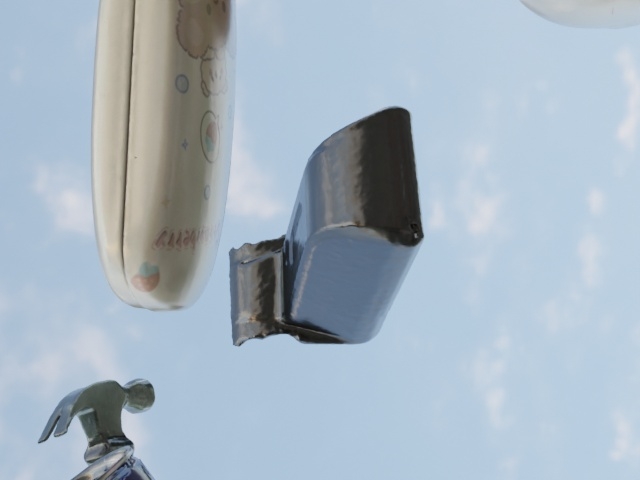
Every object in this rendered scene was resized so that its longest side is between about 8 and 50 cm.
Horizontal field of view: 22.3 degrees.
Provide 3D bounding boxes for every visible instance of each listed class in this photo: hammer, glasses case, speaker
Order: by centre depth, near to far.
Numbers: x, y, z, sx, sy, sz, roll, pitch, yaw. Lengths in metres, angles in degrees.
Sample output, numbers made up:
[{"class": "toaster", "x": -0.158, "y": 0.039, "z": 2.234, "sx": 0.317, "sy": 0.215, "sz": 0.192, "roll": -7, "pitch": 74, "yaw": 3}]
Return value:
[{"class": "glasses case", "x": -0.071, "y": -0.069, "z": 0.746, "sx": 0.081, "sy": 0.051, "sz": 0.204, "roll": 17, "pitch": -106, "yaw": -72}, {"class": "hammer", "x": -0.206, "y": 0.256, "z": 1.663, "sx": 0.159, "sy": 0.041, "sz": 0.226, "roll": -6, "pitch": -100, "yaw": -57}, {"class": "speaker", "x": 0.000, "y": 0.000, "z": 2.003, "sx": 0.184, "sy": 0.388, "sz": 0.180, "roll": 0, "pitch": -116, "yaw": -10}]

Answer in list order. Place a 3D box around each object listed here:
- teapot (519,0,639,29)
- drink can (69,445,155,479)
[{"class": "teapot", "x": 0.207, "y": -0.238, "z": 1.093, "sx": 0.139, "sy": 0.204, "sz": 0.298, "roll": 49, "pitch": -160, "yaw": -18}, {"class": "drink can", "x": -0.115, "y": 0.277, "z": 1.236, "sx": 0.097, "sy": 0.097, "sz": 0.235, "roll": -39, "pitch": -82, "yaw": -37}]
